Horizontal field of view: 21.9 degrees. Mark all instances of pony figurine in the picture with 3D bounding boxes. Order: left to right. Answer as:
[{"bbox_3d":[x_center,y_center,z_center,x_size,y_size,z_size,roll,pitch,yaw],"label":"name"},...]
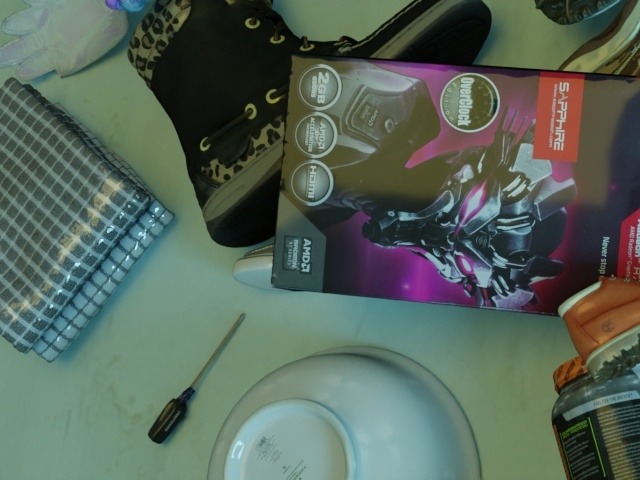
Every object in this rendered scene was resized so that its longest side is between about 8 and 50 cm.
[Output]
[{"bbox_3d":[-0.273,-0.380,1.896,0.351,0.303,0.363,-13,48,31],"label":"pony figurine"}]

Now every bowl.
[{"bbox_3d":[-0.002,0.236,1.621,0.298,0.134,0.297,-9,70,25],"label":"bowl"}]

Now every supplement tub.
[{"bbox_3d":[0.277,0.198,1.491,0.117,0.117,0.190,-21,66,21],"label":"supplement tub"}]

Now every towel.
[{"bbox_3d":[-0.338,-0.032,1.893,0.284,0.121,0.235,40,94,32],"label":"towel"}]

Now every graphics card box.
[{"bbox_3d":[0.146,-0.051,1.572,0.371,0.094,0.232,6,93,14],"label":"graphics card box"}]

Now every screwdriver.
[{"bbox_3d":[-0.129,0.150,1.786,0.025,0.024,0.170,40,88,2],"label":"screwdriver"}]

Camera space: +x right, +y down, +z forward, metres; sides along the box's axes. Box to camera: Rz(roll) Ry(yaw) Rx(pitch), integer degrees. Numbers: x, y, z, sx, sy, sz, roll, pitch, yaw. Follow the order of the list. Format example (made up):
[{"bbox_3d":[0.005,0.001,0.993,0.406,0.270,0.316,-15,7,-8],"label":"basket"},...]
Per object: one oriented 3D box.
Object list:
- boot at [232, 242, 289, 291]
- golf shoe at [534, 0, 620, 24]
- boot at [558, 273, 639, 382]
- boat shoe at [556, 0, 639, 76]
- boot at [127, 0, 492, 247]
[{"bbox_3d":[0.000,0.000,1.740,0.190,0.069,0.086,-5,65,19],"label":"boot"},{"bbox_3d":[0.328,-0.311,1.630,0.273,0.120,0.105,-47,62,10],"label":"golf shoe"},{"bbox_3d":[0.289,0.052,1.467,0.158,0.059,0.084,-28,58,-6],"label":"boot"},{"bbox_3d":[0.333,-0.190,1.611,0.257,0.095,0.095,-45,73,16],"label":"boat shoe"},{"bbox_3d":[-0.027,-0.205,1.779,0.377,0.138,0.284,-42,59,17],"label":"boot"}]
